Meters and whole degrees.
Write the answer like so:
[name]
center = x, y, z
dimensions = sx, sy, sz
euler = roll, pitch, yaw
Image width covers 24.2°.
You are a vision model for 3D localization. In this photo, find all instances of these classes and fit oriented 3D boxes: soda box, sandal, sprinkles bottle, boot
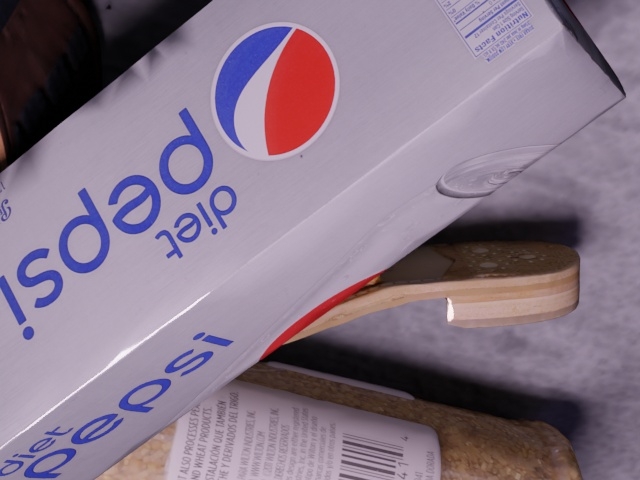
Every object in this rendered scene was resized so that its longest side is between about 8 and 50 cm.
[soda box]
center = -0.035, -0.014, 0.556
dimensions = 0.286, 0.091, 0.098
euler = -36, 159, 14
[sandal]
center = -0.001, -0.002, 0.667
dimensions = 0.240, 0.088, 0.079
euler = -5, 106, -9
[sprinkles bottle]
center = -0.048, 0.114, 0.735
dimensions = 0.355, 0.121, 0.121
euler = 15, 134, -20
[boot]
center = -0.151, -0.078, 0.575
dimensions = 0.106, 0.082, 0.219
euler = 19, 150, 12
